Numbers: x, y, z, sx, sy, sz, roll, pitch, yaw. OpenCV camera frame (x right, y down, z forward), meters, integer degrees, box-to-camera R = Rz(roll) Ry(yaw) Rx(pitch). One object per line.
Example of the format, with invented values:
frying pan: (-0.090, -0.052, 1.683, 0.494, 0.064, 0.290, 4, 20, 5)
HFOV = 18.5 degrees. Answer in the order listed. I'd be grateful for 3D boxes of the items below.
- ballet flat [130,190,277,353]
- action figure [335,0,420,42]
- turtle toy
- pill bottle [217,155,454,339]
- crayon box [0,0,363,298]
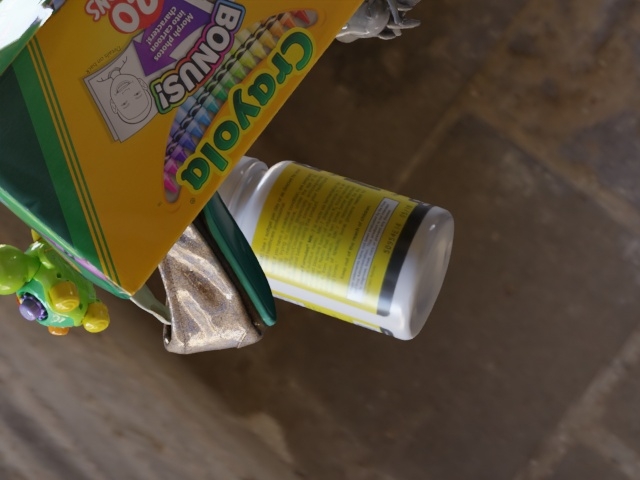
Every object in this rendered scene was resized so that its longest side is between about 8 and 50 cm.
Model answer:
ballet flat: (-0.130, -0.038, 1.408, 0.106, 0.316, 0.107, -17, 30, 9)
action figure: (-0.030, -0.235, 1.523, 0.285, 0.185, 0.099, 42, 106, 38)
turtle toy: (-0.245, 0.036, 1.734, 0.066, 0.130, 0.095, -31, 56, 14)
pill bottle: (0.000, 0.000, 1.698, 0.208, 0.119, 0.119, 18, 79, 14)
crayon box: (-0.105, -0.124, 1.235, 0.278, 0.165, 0.081, -53, 34, -10)
